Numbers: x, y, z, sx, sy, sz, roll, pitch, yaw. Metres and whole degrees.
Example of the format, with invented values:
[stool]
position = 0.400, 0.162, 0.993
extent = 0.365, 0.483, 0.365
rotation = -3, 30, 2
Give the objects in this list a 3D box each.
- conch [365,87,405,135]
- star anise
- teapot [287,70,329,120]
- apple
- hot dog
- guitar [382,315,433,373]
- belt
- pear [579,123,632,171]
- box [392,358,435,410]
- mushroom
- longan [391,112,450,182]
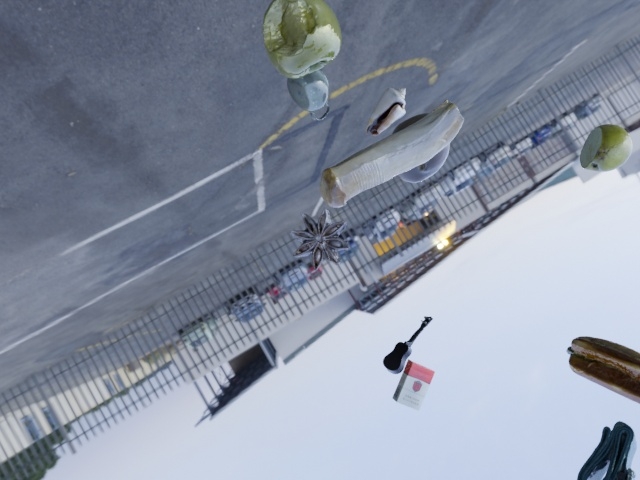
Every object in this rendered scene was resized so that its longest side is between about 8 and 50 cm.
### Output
[conch]
position = 0.206, -0.406, 1.382
extent = 0.176, 0.104, 0.094
rotation = -40, 158, 8
[star anise]
position = 0.000, 0.001, 1.720
extent = 0.222, 0.236, 0.109
rotation = -10, 169, 4
[teapot]
position = -0.045, -0.630, 1.799
extent = 0.129, 0.295, 0.193
rotation = -42, -143, -17
[apple]
position = -0.062, -0.695, 1.488
extent = 0.279, 0.279, 0.279
rotation = -30, 176, -2
[hot dog]
position = 0.640, 0.273, 0.929
extent = 0.076, 0.105, 0.250
rotation = 2, -174, -22
[guitar]
position = 0.340, 0.386, 1.668
extent = 0.271, 0.038, 0.083
rotation = -49, -144, -15
[belt]
position = 0.554, 0.419, 0.811
extent = 0.179, 0.065, 0.100
rotation = -40, -159, -31
[pear]
position = 0.827, -0.259, 1.258
extent = 0.141, 0.103, 0.141
rotation = 18, 90, -82
[box]
position = 0.334, 0.517, 1.569
extent = 0.152, 0.100, 0.048
rotation = -66, -164, -7
[mushroom]
position = 0.155, -0.186, 0.960
extent = 0.351, 0.095, 0.123
rotation = -32, 160, -2
[longan]
position = 0.443, -0.418, 1.987
extent = 0.288, 0.289, 0.350
rotation = -29, 172, -19
